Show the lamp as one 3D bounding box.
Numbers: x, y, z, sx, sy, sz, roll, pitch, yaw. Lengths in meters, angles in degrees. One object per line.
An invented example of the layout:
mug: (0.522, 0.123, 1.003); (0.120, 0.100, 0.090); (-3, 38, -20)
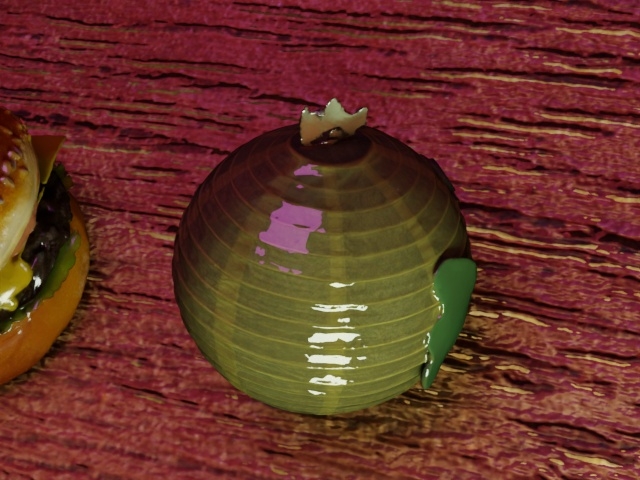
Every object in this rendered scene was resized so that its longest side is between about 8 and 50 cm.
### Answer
lamp: (0.000, 0.000, 1.344); (0.250, 0.284, 0.250); (0, 37, 0)

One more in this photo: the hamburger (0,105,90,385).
hamburger: (-0.360, -0.007, 1.528); (0.291, 0.225, 0.291); (-10, 52, 13)
